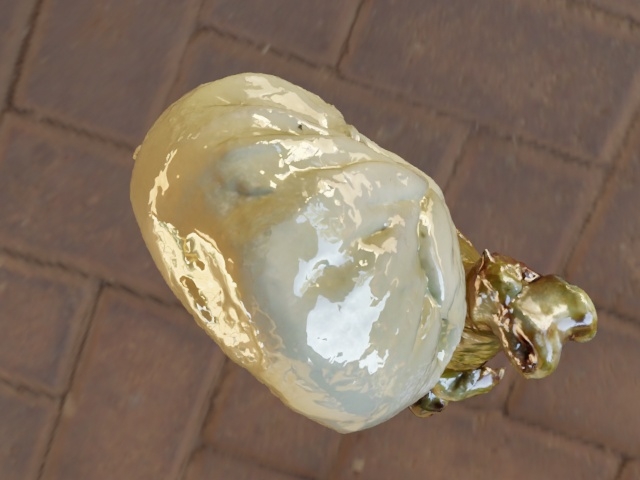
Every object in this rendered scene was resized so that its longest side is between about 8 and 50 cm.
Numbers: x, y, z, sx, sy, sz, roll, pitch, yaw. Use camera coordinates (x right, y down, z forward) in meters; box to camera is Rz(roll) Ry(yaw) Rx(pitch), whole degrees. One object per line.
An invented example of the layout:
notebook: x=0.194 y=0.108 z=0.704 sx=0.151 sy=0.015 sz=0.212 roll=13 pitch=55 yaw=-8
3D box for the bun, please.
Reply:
bun: x=0.000 y=0.000 z=1.086 sx=0.160 sy=0.259 sz=0.259 roll=-40 pitch=101 yaw=16

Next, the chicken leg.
chicken leg: x=0.084 y=0.036 z=1.358 sx=0.211 sy=0.361 sz=0.140 roll=34 pitch=71 yaw=-2
